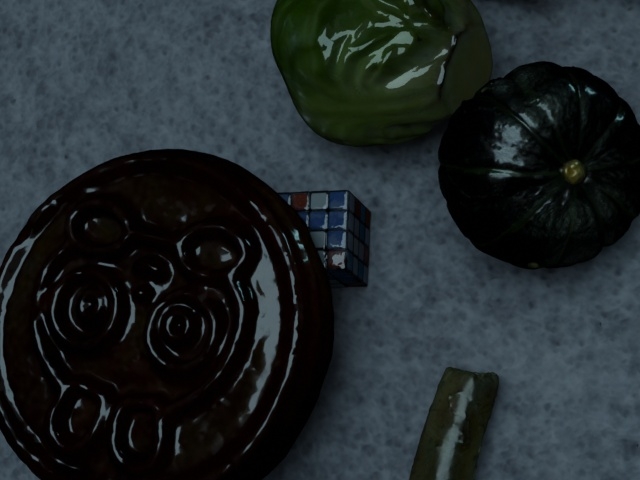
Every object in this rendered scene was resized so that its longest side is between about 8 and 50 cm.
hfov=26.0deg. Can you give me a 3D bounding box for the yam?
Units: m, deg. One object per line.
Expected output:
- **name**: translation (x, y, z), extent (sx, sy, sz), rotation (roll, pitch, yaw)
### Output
- **yam**: translation (0.114, 0.282, 1.451), extent (0.071, 0.067, 0.317), rotation (8, 77, 50)

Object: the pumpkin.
- **pumpkin**: translation (0.231, -0.076, 1.439), extent (0.220, 0.162, 0.220), rotation (-2, 98, -15)

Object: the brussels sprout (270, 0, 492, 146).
- **brussels sprout**: translation (0.064, -0.215, 1.529), extent (0.244, 0.244, 0.244), rotation (-4, 75, 17)

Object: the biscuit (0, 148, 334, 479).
- **biscuit**: translation (-0.186, 0.096, 1.492), extent (0.407, 0.091, 0.407), rotation (-3, 79, 18)

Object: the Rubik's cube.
- **Rubik's cube**: translation (0.000, 0.000, 1.547), extent (0.092, 0.092, 0.092), rotation (-1, 76, 18)
